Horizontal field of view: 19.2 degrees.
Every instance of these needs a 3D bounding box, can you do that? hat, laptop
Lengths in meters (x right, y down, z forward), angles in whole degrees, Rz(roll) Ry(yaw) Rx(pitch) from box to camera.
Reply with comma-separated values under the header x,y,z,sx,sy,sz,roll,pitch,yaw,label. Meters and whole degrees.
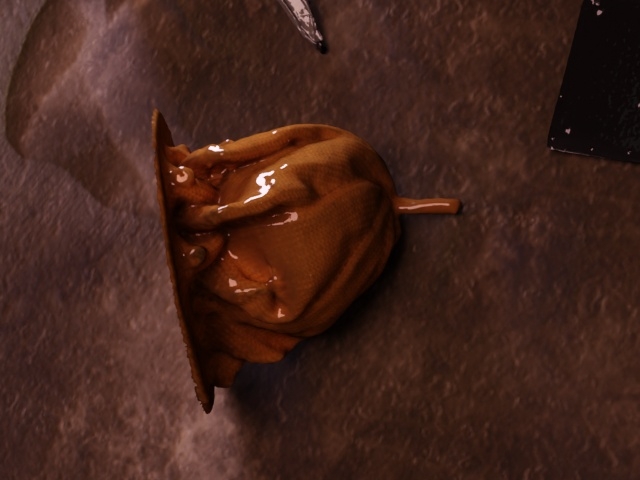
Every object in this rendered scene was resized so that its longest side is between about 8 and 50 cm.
x,y,z,sx,sy,sz,roll,pitch,yaw,label
0.000,0.000,1.522,0.233,0.233,0.244,-10,83,2,hat
0.266,-0.118,1.445,0.180,0.016,0.129,11,83,34,laptop

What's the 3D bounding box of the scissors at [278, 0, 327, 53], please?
x,y,z,sx,sy,sz,roll,pitch,yaw,label
-0.076,-0.285,1.648,0.109,0.022,0.300,-33,79,8,scissors
